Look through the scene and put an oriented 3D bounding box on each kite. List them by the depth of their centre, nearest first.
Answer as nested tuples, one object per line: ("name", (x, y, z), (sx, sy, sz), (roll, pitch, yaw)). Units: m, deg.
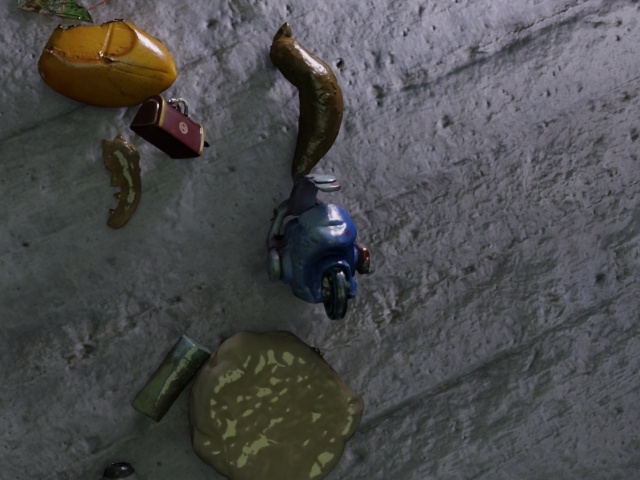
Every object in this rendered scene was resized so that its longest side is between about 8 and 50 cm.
("kite", (-0.463, -0.497, 1.814), (0.244, 0.006, 0.198), (-32, 95, -13))

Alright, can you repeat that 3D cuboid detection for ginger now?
("ginger", (-0.366, -0.109, 1.802), (0.069, 0.051, 0.174), (-4, 87, -11))

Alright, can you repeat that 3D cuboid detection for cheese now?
("cheese", (-0.083, 0.319, 1.812), (0.326, 0.115, 0.318), (-7, 95, -19))

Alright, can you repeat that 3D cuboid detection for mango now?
("mango", (-0.385, -0.319, 1.767), (0.252, 0.126, 0.154), (4, 85, -22))

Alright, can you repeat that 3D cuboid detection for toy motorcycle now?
("toy motorcycle", (-0.023, 0.006, 1.746), (0.182, 0.319, 0.241), (-31, 103, -10))

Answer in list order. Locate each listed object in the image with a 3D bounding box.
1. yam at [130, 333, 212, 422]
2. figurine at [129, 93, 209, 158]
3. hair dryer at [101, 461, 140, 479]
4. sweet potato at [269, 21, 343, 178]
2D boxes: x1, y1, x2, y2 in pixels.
("yam", (-0.277, 0.254, 1.802), (0.068, 0.068, 0.169), (39, 78, -10))
("figurine", (-0.267, -0.213, 1.804), (0.154, 0.082, 0.098), (32, 64, -46))
("hair dryer", (-0.401, 0.536, 1.765), (0.224, 0.088, 0.219), (-26, 98, 0))
("sweet potato", (-0.020, -0.273, 1.872), (0.124, 0.098, 0.310), (-11, 92, 7))
